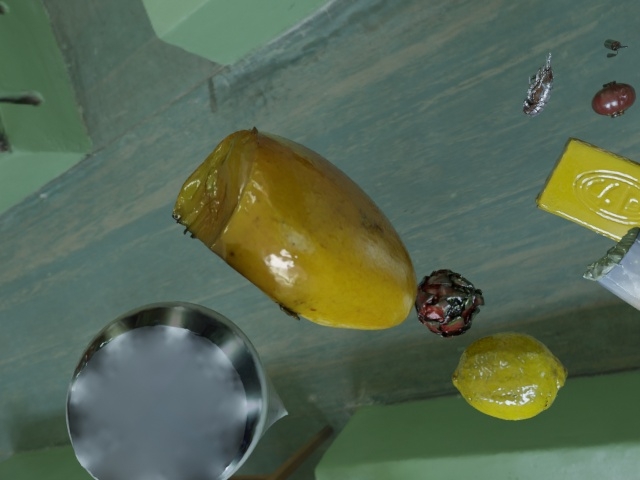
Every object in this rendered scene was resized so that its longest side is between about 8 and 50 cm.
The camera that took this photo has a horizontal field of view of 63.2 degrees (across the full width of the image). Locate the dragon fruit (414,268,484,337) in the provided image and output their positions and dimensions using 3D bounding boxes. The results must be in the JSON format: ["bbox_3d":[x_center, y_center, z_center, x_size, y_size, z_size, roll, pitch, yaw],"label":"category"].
[{"bbox_3d":[0.327,0.160,1.345,0.182,0.182,0.189,33,128,21],"label":"dragon fruit"}]

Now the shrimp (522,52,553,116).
[{"bbox_3d":[0.566,-0.400,1.339,0.065,0.056,0.165,35,129,46],"label":"shrimp"}]

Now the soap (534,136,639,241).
[{"bbox_3d":[0.743,-0.111,1.325,0.324,0.096,0.204,26,110,14],"label":"soap"}]

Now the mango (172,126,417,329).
[{"bbox_3d":[0.000,0.000,0.527,0.138,0.257,0.187,-52,38,14],"label":"mango"}]

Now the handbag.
[{"bbox_3d":[0.537,0.056,0.847,0.173,0.095,0.117,35,89,16],"label":"handbag"}]

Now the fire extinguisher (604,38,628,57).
[{"bbox_3d":[0.802,-0.523,1.426,0.032,0.100,0.046,20,119,0],"label":"fire extinguisher"}]

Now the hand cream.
[{"bbox_3d":[-0.106,0.133,0.467,0.185,0.359,0.118,19,75,-2],"label":"hand cream"}]

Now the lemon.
[{"bbox_3d":[0.443,0.318,1.232,0.259,0.204,0.204,-10,95,25],"label":"lemon"}]

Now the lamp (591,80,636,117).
[{"bbox_3d":[0.749,-0.360,1.331,0.101,0.101,0.090,-15,87,32],"label":"lamp"}]
